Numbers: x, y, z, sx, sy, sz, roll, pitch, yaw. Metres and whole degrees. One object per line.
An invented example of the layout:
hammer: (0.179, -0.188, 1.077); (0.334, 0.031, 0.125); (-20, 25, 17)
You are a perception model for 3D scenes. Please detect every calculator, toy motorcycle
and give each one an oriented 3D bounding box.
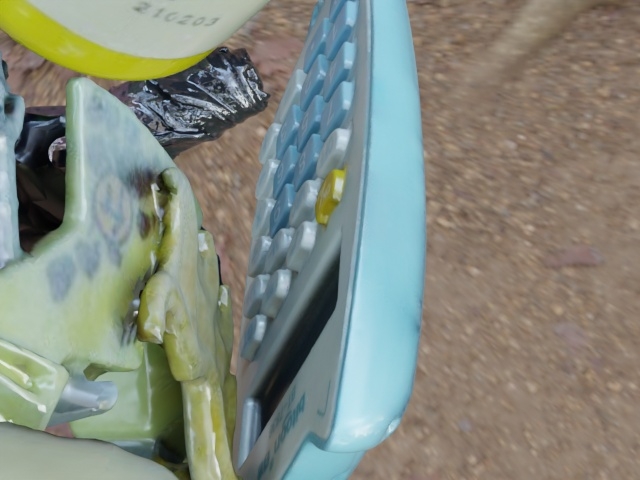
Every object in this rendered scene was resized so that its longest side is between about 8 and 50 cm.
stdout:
calculator: (0.000, 0.000, 1.089); (0.054, 0.256, 0.386); (11, 52, -15)
toy motorcycle: (-0.139, 0.039, 0.955); (0.169, 0.410, 0.237); (-1, 68, 20)

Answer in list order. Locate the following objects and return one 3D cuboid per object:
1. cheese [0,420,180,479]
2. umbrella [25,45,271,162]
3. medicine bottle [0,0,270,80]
cheese: (-0.136, 0.188, 0.751); (0.266, 0.127, 0.233); (8, 117, 26)
umbrella: (-0.201, -0.079, 1.528); (0.326, 0.094, 0.090); (-23, 90, -2)
medicine bottle: (-0.020, -0.146, 0.530); (0.122, 0.122, 0.212); (44, 133, -10)
